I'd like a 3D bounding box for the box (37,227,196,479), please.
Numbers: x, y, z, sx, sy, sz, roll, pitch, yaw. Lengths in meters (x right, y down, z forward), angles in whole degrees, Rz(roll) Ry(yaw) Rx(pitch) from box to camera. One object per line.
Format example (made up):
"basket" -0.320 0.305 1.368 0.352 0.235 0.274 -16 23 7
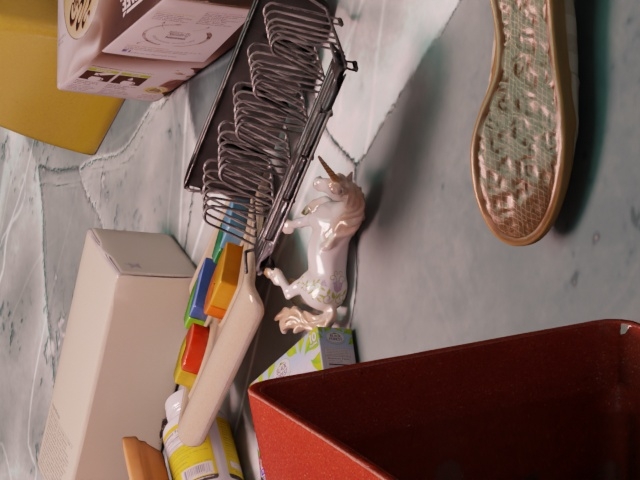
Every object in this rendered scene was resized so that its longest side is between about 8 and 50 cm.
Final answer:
"box" -0.204 0.134 1.997 0.113 0.094 0.275 50 130 55

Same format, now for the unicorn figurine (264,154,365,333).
"unicorn figurine" 0.000 0.000 1.653 0.111 0.060 0.162 10 110 55

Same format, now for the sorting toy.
"sorting toy" -0.093 0.051 1.794 0.208 0.038 0.193 -91 21 -50

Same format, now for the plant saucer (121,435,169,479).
"plant saucer" -0.146 0.277 1.849 0.200 0.037 0.200 167 90 -83

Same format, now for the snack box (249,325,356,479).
"snack box" -0.012 0.143 1.666 0.141 0.037 0.100 -44 46 54

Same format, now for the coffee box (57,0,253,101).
"coffee box" -0.152 -0.257 1.918 0.297 0.118 0.168 -24 63 61

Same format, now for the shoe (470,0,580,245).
"shoe" 0.149 -0.105 1.365 0.076 0.058 0.219 5 96 33

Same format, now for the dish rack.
"dish rack" -0.043 -0.095 1.631 0.271 0.074 0.208 -103 33 -70

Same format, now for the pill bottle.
"pill bottle" -0.109 0.194 1.825 0.065 0.065 0.116 -59 36 42

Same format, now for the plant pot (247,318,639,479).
"plant pot" 0.133 0.205 1.136 0.267 0.267 0.236 -156 61 -63

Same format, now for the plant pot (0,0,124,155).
"plant pot" -0.318 -0.242 2.181 0.212 0.187 0.212 126 140 -48
